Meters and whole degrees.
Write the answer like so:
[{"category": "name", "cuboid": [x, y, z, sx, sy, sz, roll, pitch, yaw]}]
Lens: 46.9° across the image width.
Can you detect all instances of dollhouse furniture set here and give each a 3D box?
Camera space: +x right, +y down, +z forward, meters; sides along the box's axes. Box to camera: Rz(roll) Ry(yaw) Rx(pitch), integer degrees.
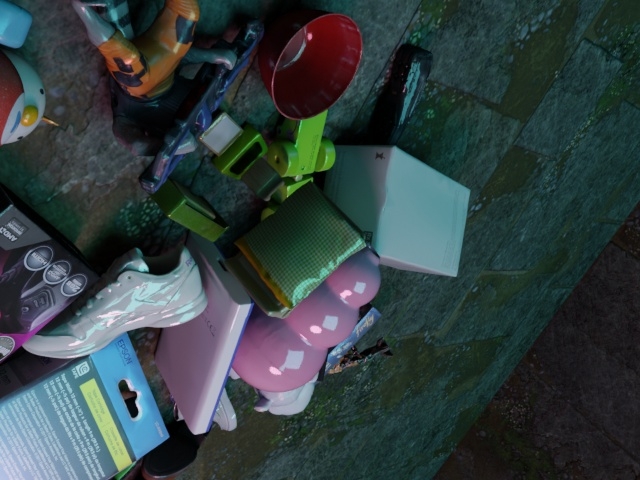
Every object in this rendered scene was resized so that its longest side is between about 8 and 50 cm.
[{"category": "dollhouse furniture set", "cuboid": [-0.106, -0.048, 1.166, 0.197, 0.301, 0.151, -45, 151, 2]}]

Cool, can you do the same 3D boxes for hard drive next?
[{"category": "hard drive", "cuboid": [-0.222, 0.169, 1.356, 0.040, 0.210, 0.319, -4, 129, -36]}]

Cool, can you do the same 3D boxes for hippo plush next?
[{"category": "hippo plush", "cuboid": [-0.089, 0.233, 1.565, 0.234, 0.236, 0.294, -37, 147, -15]}]

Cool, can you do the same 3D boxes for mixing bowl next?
[{"category": "mixing bowl", "cuboid": [-0.032, -0.295, 1.175, 0.181, 0.098, 0.181, -32, 146, -24]}]

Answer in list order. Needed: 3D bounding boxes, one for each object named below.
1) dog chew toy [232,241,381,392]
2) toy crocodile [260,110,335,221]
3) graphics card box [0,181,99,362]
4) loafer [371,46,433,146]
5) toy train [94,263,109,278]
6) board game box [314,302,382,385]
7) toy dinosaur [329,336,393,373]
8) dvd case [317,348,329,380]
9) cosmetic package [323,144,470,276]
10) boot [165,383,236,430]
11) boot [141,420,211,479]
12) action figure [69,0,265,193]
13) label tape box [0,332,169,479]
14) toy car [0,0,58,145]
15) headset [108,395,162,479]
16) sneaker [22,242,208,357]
[{"category": "dog chew toy", "cuboid": [-0.025, 0.127, 1.357, 0.332, 0.207, 0.206, -42, 150, 14]}, {"category": "toy crocodile", "cuboid": [-0.056, -0.109, 1.365, 0.115, 0.105, 0.341, -19, 132, -37]}, {"category": "graphics card box", "cuboid": [-0.525, 0.101, 1.034, 0.371, 0.094, 0.233, -42, 148, -9]}, {"category": "loafer", "cuboid": [0.164, -0.272, 1.458, 0.078, 0.076, 0.223, -6, 127, -37]}, {"category": "toy train", "cuboid": [-0.346, 0.083, 1.289, 0.036, 0.027, 0.158, -44, 148, 1]}, {"category": "board game box", "cuboid": [0.006, 0.213, 1.718, 0.243, 0.165, 0.042, -46, 130, -5]}, {"category": "toy dinosaur", "cuboid": [0.048, 0.268, 1.896, 0.218, 0.164, 0.322, -30, -176, -1]}, {"category": "dvd case", "cuboid": [0.003, 0.152, 1.610, 0.022, 0.253, 0.180, 3, 133, -5]}, {"category": "cosmetic package", "cuboid": [0.164, -0.053, 1.559, 0.385, 0.156, 0.217, 19, 80, -54]}, {"category": "boot", "cuboid": [-0.271, 0.365, 1.651, 0.123, 0.095, 0.258, -28, 136, -18]}, {"category": "boot", "cuboid": [-0.380, 0.540, 1.655, 0.280, 0.096, 0.264, -54, -179, 16]}, {"category": "action figure", "cuboid": [-0.211, -0.256, 1.009, 0.330, 0.178, 0.341, 99, 15, -51]}, {"category": "label tape box", "cuboid": [-0.464, 0.320, 1.257, 0.347, 0.115, 0.249, -30, 122, -28]}, {"category": "toy car", "cuboid": [-0.377, -0.162, 0.837, 0.219, 0.210, 0.238, -65, 159, 7]}, {"category": "headset", "cuboid": [-0.492, 0.445, 1.459, 0.394, 0.185, 0.243, -36, 154, -46]}, {"category": "sneaker", "cuboid": [-0.343, 0.089, 1.207, 0.305, 0.114, 0.152, -18, 122, -20]}]
